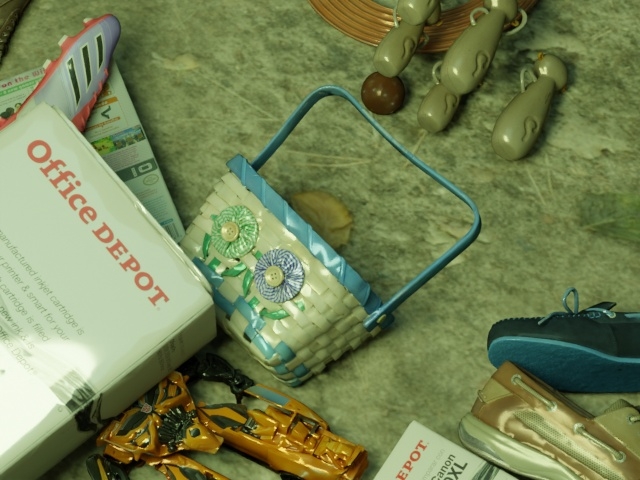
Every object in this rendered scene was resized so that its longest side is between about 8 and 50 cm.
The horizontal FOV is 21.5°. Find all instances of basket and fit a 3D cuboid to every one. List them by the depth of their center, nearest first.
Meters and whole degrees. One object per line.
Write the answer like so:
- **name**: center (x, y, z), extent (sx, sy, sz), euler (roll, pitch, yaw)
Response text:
- **basket**: center (0.000, 0.000, 1.848), extent (0.289, 0.201, 0.255), euler (-45, 66, -8)

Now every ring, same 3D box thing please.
- **ring**: center (0.131, -0.371, 2.137), extent (0.337, 0.032, 0.336), euler (-2, 62, 4)

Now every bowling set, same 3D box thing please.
- **bowling set**: center (0.139, -0.230, 1.983), extent (0.200, 0.287, 0.154), euler (0, 48, 43)

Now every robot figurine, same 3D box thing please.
- **robot figurine**: center (-0.107, 0.227, 1.800), extent (0.291, 0.085, 0.211), euler (23, 65, 16)

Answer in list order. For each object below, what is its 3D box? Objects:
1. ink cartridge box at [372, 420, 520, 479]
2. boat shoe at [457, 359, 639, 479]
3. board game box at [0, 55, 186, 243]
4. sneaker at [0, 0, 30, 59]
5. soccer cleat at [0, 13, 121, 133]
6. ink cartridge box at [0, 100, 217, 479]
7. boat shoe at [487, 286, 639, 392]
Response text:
- **ink cartridge box**: center (0.149, 0.321, 1.719), extent (0.237, 0.100, 0.172), euler (28, 67, 18)
- **boat shoe**: center (0.303, 0.221, 1.734), extent (0.324, 0.123, 0.116), euler (24, 90, 15)
- **board game box**: center (-0.300, -0.059, 1.966), extent (0.224, 0.097, 0.303), euler (-20, 63, -6)
- **sneaker**: center (-0.414, -0.249, 2.107), extent (0.071, 0.066, 0.188), euler (44, 77, 6)
- **soccer cleat**: center (-0.294, -0.153, 1.927), extent (0.095, 0.083, 0.248), euler (37, 66, -1)
- **ink cartridge box**: center (-0.341, 0.095, 1.731), extent (0.395, 0.166, 0.285), euler (-38, 78, -13)
- **boat shoe**: center (0.306, 0.113, 1.834), extent (0.258, 0.109, 0.089), euler (9, 54, -9)
